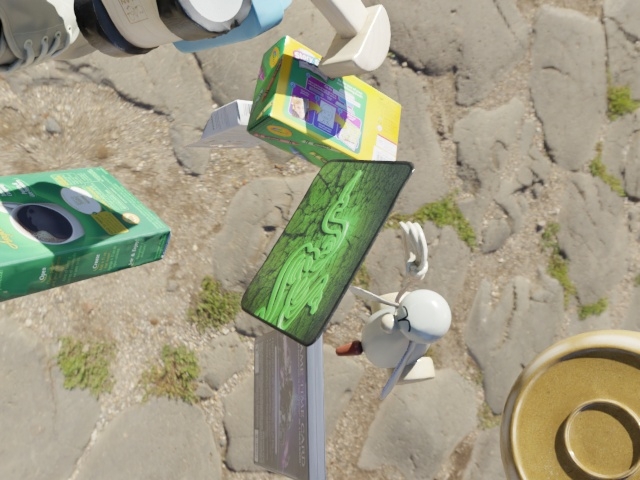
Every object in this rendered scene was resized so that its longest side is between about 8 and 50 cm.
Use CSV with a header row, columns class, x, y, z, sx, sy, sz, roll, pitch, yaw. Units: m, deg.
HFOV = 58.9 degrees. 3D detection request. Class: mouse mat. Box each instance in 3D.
class,x,y,z,sx,sy,sz,roll,pitch,yaw
mouse mat,0.000,0.000,0.542,0.007,0.153,0.189,36,78,-31

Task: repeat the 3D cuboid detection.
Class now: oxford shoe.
class,x,y,z,sx,sy,sz,roll,pitch,yaw
oxford shoe,-0.420,-0.285,0.765,0.169,0.449,0.130,-30,95,10

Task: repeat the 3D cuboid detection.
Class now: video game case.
class,x,y,z,sx,sy,sz,roll,pitch,yaw
video game case,-0.051,0.218,0.783,0.026,0.274,0.196,4,73,-20

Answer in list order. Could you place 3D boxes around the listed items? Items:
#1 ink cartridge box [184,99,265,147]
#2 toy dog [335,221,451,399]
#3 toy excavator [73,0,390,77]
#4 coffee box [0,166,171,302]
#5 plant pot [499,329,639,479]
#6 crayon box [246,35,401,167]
class,x,y,z,sx,sy,sz,roll,pitch,yaw
ink cartridge box,-0.167,-0.249,1.244,0.189,0.232,0.066,-7,95,-42
toy dog,0.099,0.144,0.893,0.161,0.220,0.333,-13,142,-1
toy excavator,-0.088,-0.370,0.757,0.445,0.222,0.432,-44,125,-34
coffee box,-0.231,-0.010,0.466,0.184,0.113,0.040,-19,142,-54
plant pot,0.284,0.199,0.562,0.032,0.236,0.236,30,84,-41
crayon box,0.016,-0.223,1.029,0.278,0.081,0.165,22,65,-31
